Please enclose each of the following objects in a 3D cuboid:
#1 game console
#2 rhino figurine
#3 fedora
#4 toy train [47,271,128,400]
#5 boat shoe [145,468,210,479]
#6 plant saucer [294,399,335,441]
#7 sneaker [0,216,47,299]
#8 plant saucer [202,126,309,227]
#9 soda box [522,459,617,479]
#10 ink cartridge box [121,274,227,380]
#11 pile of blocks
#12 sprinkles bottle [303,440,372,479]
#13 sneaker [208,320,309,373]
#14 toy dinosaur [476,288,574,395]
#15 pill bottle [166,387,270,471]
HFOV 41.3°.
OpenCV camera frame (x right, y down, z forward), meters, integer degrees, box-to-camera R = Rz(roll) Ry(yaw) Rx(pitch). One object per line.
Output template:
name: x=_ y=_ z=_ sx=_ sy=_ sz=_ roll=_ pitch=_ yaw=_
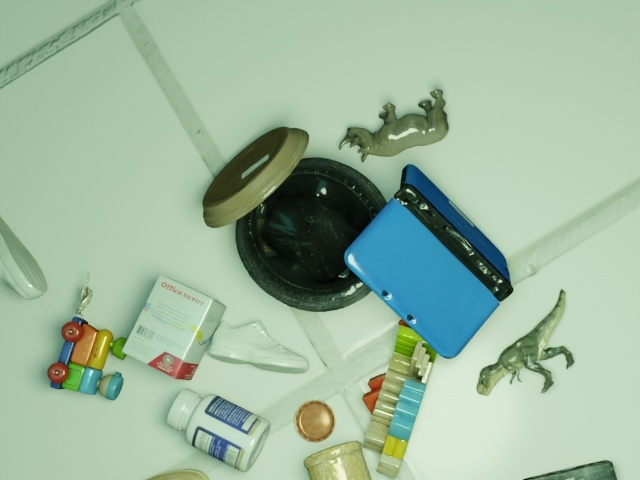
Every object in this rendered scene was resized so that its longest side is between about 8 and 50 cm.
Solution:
game console: x=0.208 y=0.033 z=1.626 sx=0.293 sy=0.250 sz=0.173 roll=45 pitch=110 yaw=-10
rhino figurine: x=0.154 y=-0.230 z=1.785 sx=0.243 sy=0.073 sz=0.106 roll=-17 pitch=74 yaw=6
fedora: x=0.000 y=0.000 z=1.715 sx=0.334 sy=0.152 sz=0.334 roll=-4 pitch=73 yaw=13
toy train: x=-0.459 y=0.203 z=1.772 sx=0.143 sy=0.105 sz=0.248 roll=17 pitch=81 yaw=0
boat shoe: x=-0.378 y=0.551 z=1.681 sx=0.341 sy=0.110 sz=0.121 roll=-23 pitch=77 yaw=3
plant saucer: x=-0.010 y=0.366 z=1.718 sx=0.084 sy=0.013 sz=0.083 roll=-1 pitch=80 yaw=7
sneaker: x=-0.724 y=0.059 z=1.835 sx=0.169 sy=0.108 sz=0.292 roll=-44 pitch=67 yaw=-1
plant saucer: x=-0.140 y=-0.137 z=1.716 sx=0.278 sy=0.278 sz=0.041 roll=-43 pitch=112 yaw=-2
soda box: x=0.475 y=0.464 z=1.613 sx=0.169 sy=0.053 sz=0.060 roll=-14 pitch=77 yaw=4
ink cartridge box: x=-0.294 y=0.178 z=1.735 sx=0.128 sy=0.127 sz=0.176 roll=25 pitch=83 yaw=12
pile of blocks: x=0.151 y=0.270 z=1.647 sx=0.113 sy=0.149 sz=0.362 roll=18 pitch=82 yaw=10
sprinkles bottle: x=0.076 y=0.560 z=1.577 sx=0.121 sy=0.121 sz=0.355 roll=-20 pitch=72 yaw=3
sneaker: x=-0.120 y=0.213 z=1.737 sx=0.212 sy=0.080 sz=0.094 roll=11 pitch=69 yaw=11
toy dinosaur: x=0.427 y=0.225 z=1.666 sx=0.268 sy=0.064 sz=0.118 roll=-44 pitch=70 yaw=-6
pill bottle: x=-0.205 y=0.372 z=1.693 sx=0.187 sy=0.112 sz=0.112 roll=25 pitch=83 yaw=12
